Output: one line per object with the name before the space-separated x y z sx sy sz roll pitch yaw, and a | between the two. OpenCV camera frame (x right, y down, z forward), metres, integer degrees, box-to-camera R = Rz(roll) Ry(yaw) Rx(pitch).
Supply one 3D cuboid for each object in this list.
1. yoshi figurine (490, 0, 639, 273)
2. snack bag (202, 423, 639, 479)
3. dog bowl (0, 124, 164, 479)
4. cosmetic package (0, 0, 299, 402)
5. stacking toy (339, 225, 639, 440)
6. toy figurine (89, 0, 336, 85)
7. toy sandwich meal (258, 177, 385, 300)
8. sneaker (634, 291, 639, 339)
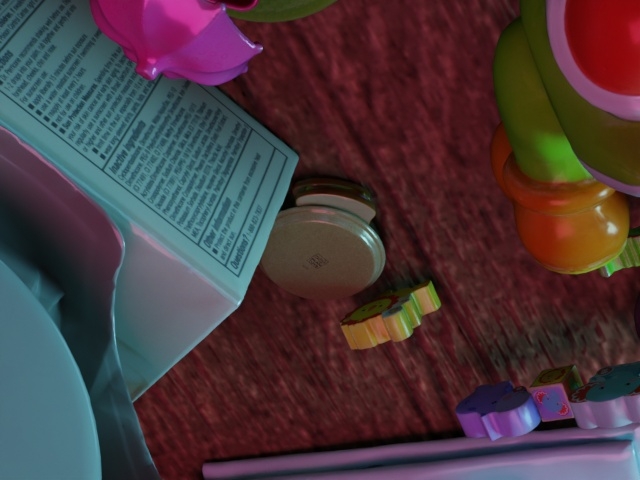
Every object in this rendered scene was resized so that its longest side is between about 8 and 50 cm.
yoshi figurine | 0.127 -0.162 0.574 0.203 0.203 0.362 35 157 40
snack bag | 0.110 0.271 0.941 0.323 0.037 0.343 -11 121 22
dog bowl | -0.217 0.095 0.536 0.348 0.349 0.102 35 139 -12
cosmetic package | -0.172 -0.063 0.703 0.296 0.153 0.129 40 124 -13
stacking toy | 0.133 0.091 0.746 0.221 0.052 0.167 -17 104 37
toy figurine | -0.044 -0.144 0.605 0.130 0.159 0.173 17 127 2
toy sandwich meal | 0.000 0.000 0.781 0.085 0.029 0.086 5 136 4
sneaker | 0.234 0.016 0.694 0.069 0.084 0.185 35 126 -11
